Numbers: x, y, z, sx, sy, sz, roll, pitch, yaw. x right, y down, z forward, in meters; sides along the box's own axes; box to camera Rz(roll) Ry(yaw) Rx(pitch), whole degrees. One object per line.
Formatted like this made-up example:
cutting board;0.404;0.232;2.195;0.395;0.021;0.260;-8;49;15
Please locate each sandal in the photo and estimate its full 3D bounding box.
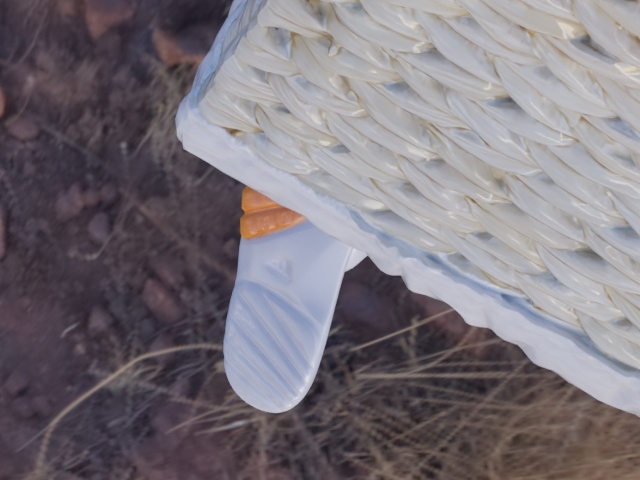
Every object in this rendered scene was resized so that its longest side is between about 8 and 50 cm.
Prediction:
sandal;-0.010;-0.003;1.084;0.102;0.076;0.265;22;108;18

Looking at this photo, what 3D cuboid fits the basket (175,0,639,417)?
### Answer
basket;0.174;-0.128;0.588;0.331;0.266;0.328;31;64;-7
